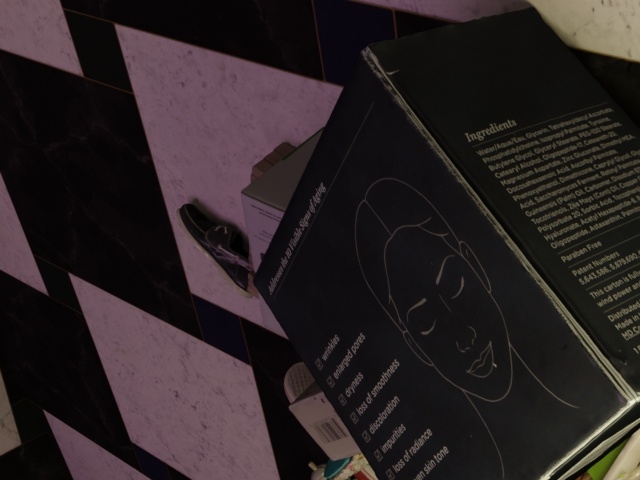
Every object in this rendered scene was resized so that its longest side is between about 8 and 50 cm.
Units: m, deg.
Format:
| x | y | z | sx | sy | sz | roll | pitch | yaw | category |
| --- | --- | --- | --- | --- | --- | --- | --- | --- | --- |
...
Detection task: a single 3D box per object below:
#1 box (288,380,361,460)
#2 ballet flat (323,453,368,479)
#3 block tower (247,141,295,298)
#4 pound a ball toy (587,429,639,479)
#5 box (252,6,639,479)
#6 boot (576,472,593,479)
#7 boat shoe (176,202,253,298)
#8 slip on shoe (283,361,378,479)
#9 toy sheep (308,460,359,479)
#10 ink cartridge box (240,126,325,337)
| x | y | z | sx | sy | sz | roll | pitch | yaw | category |
| --- | --- | --- | --- | --- | --- | --- | --- | --- | --- |
| 0.085 | 0.247 | 1.760 | 0.126 | 0.232 | 0.149 | 51 | 146 | -3 | box |
| 0.092 | 0.365 | 1.919 | 0.077 | 0.091 | 0.241 | 25 | 107 | -14 | ballet flat |
| -0.064 | -0.020 | 1.799 | 0.097 | 0.091 | 0.335 | 34 | 142 | 21 | block tower |
| 0.421 | 0.185 | 1.439 | 0.208 | 0.136 | 0.319 | 55 | 151 | 33 | pound a ball toy |
| 0.201 | 0.062 | 1.273 | 0.471 | 0.298 | 0.480 | 55 | 144 | 20 | box |
| 0.339 | 0.422 | 1.758 | 0.220 | 0.109 | 0.283 | 31 | 155 | 16 | boot |
| -0.187 | 0.005 | 1.996 | 0.233 | 0.084 | 0.079 | 46 | 108 | 17 | boat shoe |
| 0.046 | 0.379 | 2.040 | 0.331 | 0.123 | 0.101 | 45 | 146 | -2 | slip on shoe |
| 0.024 | 0.522 | 2.230 | 0.132 | 0.091 | 0.091 | 48 | 146 | -7 | toy sheep |
| 0.000 | 0.000 | 1.641 | 0.122 | 0.211 | 0.289 | 24 | 139 | 31 | ink cartridge box |
